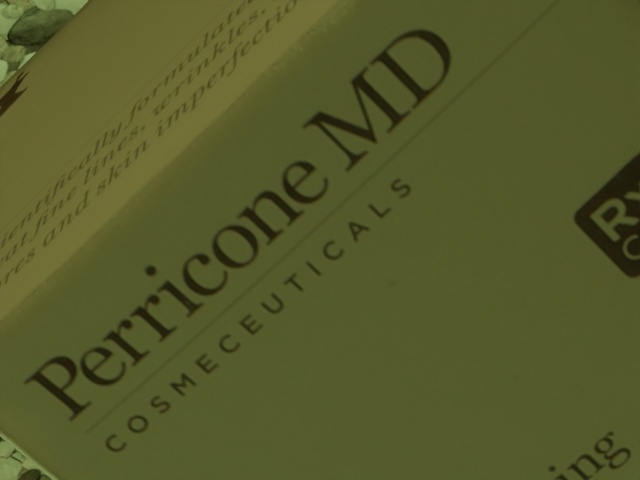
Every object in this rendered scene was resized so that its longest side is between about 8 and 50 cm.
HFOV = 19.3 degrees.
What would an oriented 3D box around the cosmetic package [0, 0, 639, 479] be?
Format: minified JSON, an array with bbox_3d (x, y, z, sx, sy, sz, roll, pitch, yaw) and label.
[{"bbox_3d":[0.029,0.007,0.442,0.183,0.151,0.151,43,-169,-22],"label":"cosmetic package"}]
